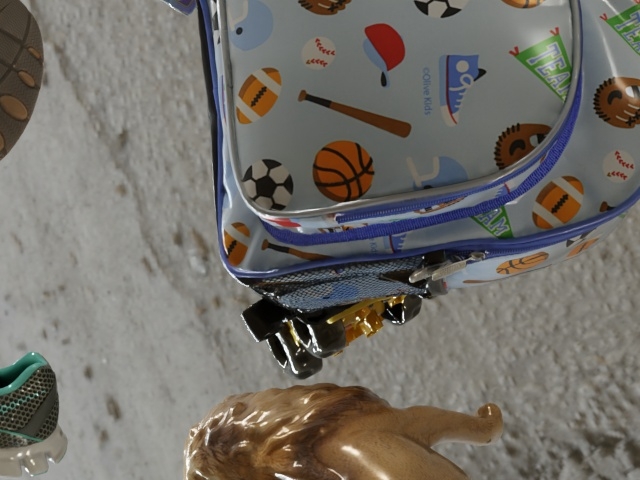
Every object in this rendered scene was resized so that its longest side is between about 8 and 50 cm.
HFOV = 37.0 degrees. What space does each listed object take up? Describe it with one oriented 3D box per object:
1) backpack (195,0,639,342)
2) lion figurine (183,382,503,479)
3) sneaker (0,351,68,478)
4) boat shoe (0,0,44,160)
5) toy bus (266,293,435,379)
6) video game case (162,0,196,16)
[{"bbox_3d":[0.064,-0.093,0.552,0.213,0.263,0.277,78,-174,-83],"label":"backpack"},{"bbox_3d":[0.071,0.196,0.650,0.392,0.240,0.142,15,97,61],"label":"lion figurine"},{"bbox_3d":[-0.231,0.096,0.556,0.065,0.166,0.076,35,121,58],"label":"sneaker"},{"bbox_3d":[-0.305,-0.058,0.647,0.116,0.324,0.123,-8,134,37],"label":"boat shoe"},{"bbox_3d":[0.000,0.000,0.897,0.212,0.149,0.220,61,160,10],"label":"toy bus"},{"bbox_3d":[-0.149,-0.367,0.840,0.269,0.244,0.061,-48,38,26],"label":"video game case"}]
